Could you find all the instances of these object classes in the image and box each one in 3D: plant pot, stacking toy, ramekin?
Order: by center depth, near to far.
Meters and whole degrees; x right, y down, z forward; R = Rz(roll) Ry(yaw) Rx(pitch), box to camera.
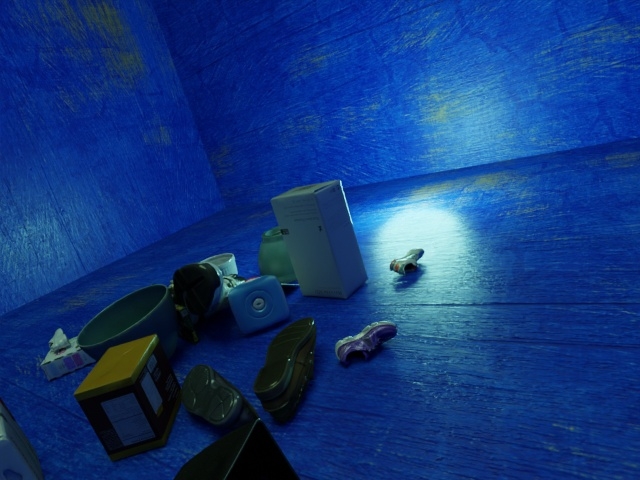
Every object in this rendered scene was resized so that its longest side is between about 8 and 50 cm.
[{"bbox_3d":[-0.145,0.415,0.598,0.167,0.187,0.188,-24,12,24],"label":"plant pot"},{"bbox_3d":[-0.569,0.302,1.287,0.290,0.195,0.290,-20,23,9],"label":"plant pot"},{"bbox_3d":[-0.218,0.204,1.442,0.175,0.165,0.302,-20,2,-8],"label":"stacking toy"},{"bbox_3d":[-0.146,0.039,1.772,0.293,0.196,0.293,-15,16,4],"label":"plant pot"},{"bbox_3d":[-0.485,0.149,1.894,0.207,0.108,0.207,-16,16,5],"label":"ramekin"}]

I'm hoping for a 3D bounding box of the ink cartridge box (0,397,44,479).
[{"bbox_3d":[-0.701,0.476,0.876,0.114,0.196,0.273,-31,21,-37],"label":"ink cartridge box"}]

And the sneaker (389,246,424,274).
[{"bbox_3d":[0.326,0.080,1.454,0.161,0.057,0.075,-24,34,-27],"label":"sneaker"}]

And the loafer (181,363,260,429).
[{"bbox_3d":[-0.245,0.383,0.974,0.303,0.095,0.109,0,53,55],"label":"loafer"}]

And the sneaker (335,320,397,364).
[{"bbox_3d":[0.123,0.267,1.032,0.170,0.068,0.071,-27,33,-5],"label":"sneaker"}]

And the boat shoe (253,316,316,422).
[{"bbox_3d":[-0.072,0.306,0.999,0.111,0.104,0.307,-19,16,24],"label":"boat shoe"}]

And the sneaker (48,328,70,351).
[{"bbox_3d":[-0.970,0.366,1.501,0.061,0.053,0.152,-31,20,-33],"label":"sneaker"}]

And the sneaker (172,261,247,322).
[{"bbox_3d":[-0.362,0.150,1.419,0.258,0.169,0.447,-29,-10,-36],"label":"sneaker"}]

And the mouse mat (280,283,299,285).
[{"bbox_3d":[-0.192,0.173,1.586,0.190,0.007,0.153,-7,-10,34],"label":"mouse mat"}]

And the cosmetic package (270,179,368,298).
[{"bbox_3d":[0.000,0.000,1.428,0.217,0.384,0.156,-5,19,41],"label":"cosmetic package"}]

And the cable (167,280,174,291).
[{"bbox_3d":[-0.480,0.172,1.629,0.140,0.072,0.287,-24,-9,16],"label":"cable"}]

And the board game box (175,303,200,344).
[{"bbox_3d":[-0.518,0.281,1.447,0.030,0.136,0.260,-28,19,-38],"label":"board game box"}]

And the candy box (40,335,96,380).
[{"bbox_3d":[-0.891,0.410,1.500,0.196,0.070,0.165,-22,17,-17],"label":"candy box"}]

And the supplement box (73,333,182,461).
[{"bbox_3d":[-0.445,0.369,0.980,0.129,0.194,0.191,-17,16,0],"label":"supplement box"}]

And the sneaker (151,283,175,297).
[{"bbox_3d":[-0.640,0.242,1.673,0.294,0.146,0.102,-14,17,9],"label":"sneaker"}]
